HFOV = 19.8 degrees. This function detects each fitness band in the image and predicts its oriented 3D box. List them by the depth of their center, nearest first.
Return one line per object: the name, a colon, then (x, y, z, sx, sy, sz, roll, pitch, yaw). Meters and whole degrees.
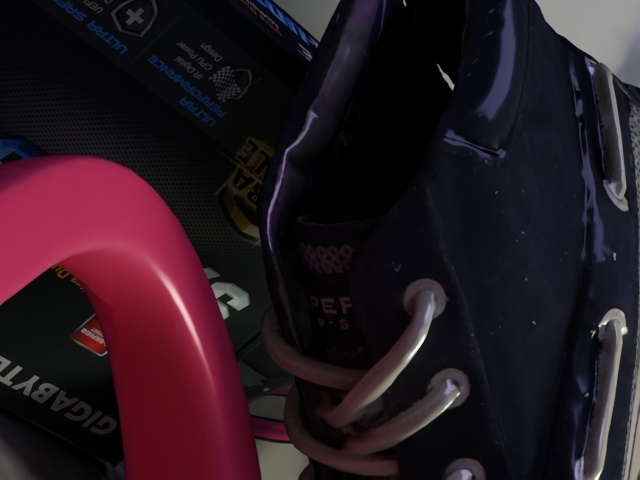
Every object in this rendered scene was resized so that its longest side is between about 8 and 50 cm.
fitness band: (-0.077, 0.095, 0.422, 0.291, 0.054, 0.209, -52, 132, -67)

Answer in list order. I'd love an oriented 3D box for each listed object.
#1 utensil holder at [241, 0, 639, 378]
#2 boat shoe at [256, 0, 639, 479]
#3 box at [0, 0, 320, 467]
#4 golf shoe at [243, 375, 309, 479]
utensil holder: (-0.061, -0.171, 0.814, 0.385, 0.327, 0.327, 39, 17, -28)
boat shoe: (0.026, 0.073, 0.579, 0.158, 0.127, 0.340, 40, 55, -42)
box: (-0.089, -0.028, 0.637, 0.220, 0.175, 0.051, 38, 17, -43)
golf shoe: (0.015, 0.091, 0.712, 0.186, 0.067, 0.086, -16, 34, -36)
